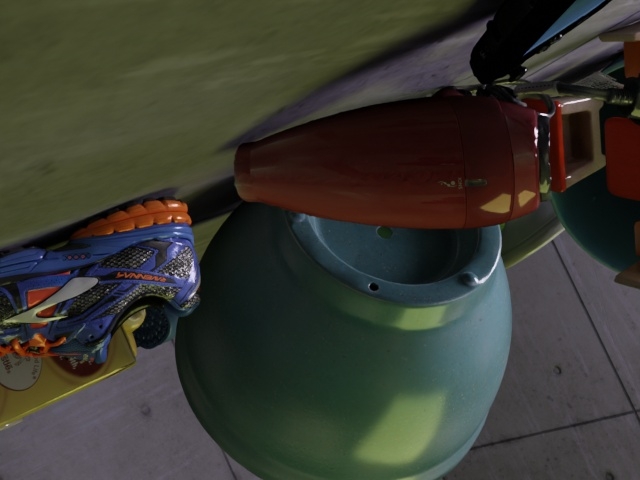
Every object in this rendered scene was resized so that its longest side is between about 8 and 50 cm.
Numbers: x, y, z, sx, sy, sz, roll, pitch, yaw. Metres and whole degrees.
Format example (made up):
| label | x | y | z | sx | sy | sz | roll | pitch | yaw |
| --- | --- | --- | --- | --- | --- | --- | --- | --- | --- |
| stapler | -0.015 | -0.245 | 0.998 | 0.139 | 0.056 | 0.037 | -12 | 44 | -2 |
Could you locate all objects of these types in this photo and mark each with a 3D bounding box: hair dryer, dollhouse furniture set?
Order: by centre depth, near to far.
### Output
| label | x | y | z | sx | sy | sz | roll | pitch | yaw |
| --- | --- | --- | --- | --- | --- | --- | --- | --- | --- |
| hair dryer | 0.084 | -0.060 | 0.568 | 0.293 | 0.080 | 0.223 | -11 | -168 | -23 |
| dollhouse furniture set | 0.303 | -0.081 | 0.843 | 0.135 | 0.262 | 0.259 | -21 | -158 | -29 |

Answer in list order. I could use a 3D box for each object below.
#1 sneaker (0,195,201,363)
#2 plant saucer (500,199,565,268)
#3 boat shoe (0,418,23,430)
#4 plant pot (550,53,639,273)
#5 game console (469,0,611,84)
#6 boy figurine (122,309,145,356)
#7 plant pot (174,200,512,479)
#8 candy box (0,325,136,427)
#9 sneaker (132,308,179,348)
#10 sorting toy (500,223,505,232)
| label | x | y | z | sx | sy | sz | roll | pitch | yaw |
| --- | --- | --- | --- | --- | --- | --- | --- | --- | --- |
| sneaker | -0.173 | 0.046 | 0.548 | 0.221 | 0.087 | 0.083 | -25 | 176 | -19 |
| plant saucer | 0.355 | -0.107 | 1.472 | 0.400 | 0.100 | 0.400 | -43 | -170 | 9 |
| boat shoe | -0.527 | 0.230 | 1.026 | 0.112 | 0.096 | 0.335 | -24 | 174 | 42 |
| plant pot | 0.455 | -0.124 | 1.061 | 0.293 | 0.293 | 0.235 | -28 | -169 | 40 |
| game console | 0.155 | -0.145 | 0.354 | 0.213 | 0.044 | 0.361 | -25 | 178 | -4 |
| boy figurine | -0.277 | 0.118 | 0.963 | 0.177 | 0.092 | 0.285 | -28 | 174 | -8 |
| plant pot | 0.035 | 0.039 | 0.705 | 0.293 | 0.293 | 0.196 | -24 | 151 | -31 |
| candy box | -0.312 | 0.121 | 0.627 | 0.316 | 0.088 | 0.183 | -23 | -178 | -25 |
| sneaker | -0.255 | 0.116 | 1.267 | 0.090 | 0.082 | 0.232 | -26 | -175 | -40 |
| sorting toy | 0.198 | -0.034 | 1.367 | 0.127 | 0.126 | 0.366 | 13 | 129 | -36 |
